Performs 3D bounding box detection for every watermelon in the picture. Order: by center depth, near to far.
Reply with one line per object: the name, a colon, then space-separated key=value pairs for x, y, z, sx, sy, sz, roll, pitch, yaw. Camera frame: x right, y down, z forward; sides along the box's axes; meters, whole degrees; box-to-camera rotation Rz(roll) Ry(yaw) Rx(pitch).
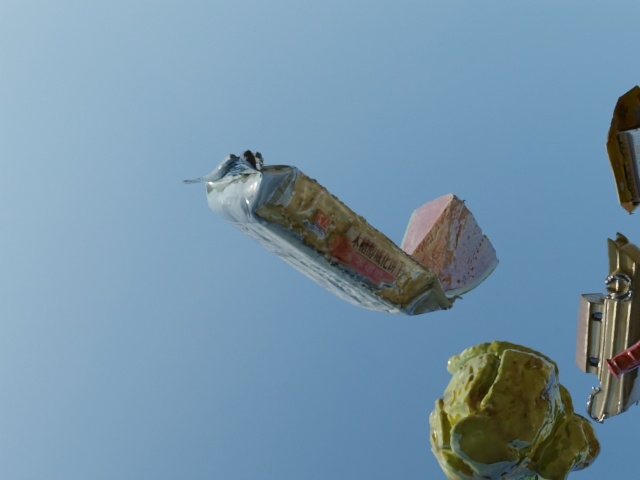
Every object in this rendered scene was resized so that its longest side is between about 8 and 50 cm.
watermelon: x=0.296 y=-0.003 z=1.693 sx=0.251 sy=0.292 sz=0.283 roll=6 pitch=-147 yaw=42

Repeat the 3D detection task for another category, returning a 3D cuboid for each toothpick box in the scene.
toothpick box: x=0.588 y=0.227 z=1.201 sx=0.083 sy=0.047 sz=0.047 roll=-35 pitch=-134 yaw=15

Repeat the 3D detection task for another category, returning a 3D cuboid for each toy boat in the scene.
toy boat: x=0.689 y=0.204 z=1.486 sx=0.162 sy=0.444 sz=0.136 roll=14 pitch=-159 yaw=43

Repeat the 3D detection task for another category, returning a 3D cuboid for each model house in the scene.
model house: x=0.612 y=-0.170 z=1.099 sx=0.208 sy=0.219 sz=0.136 roll=-20 pitch=-169 yaw=-36

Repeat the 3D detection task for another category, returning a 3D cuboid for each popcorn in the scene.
popcorn: x=0.313 y=0.315 z=1.061 sx=0.277 sy=0.276 sz=0.225 roll=12 pitch=-152 yaw=4

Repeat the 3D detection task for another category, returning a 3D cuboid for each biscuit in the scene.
biscuit: x=0.002 y=0.000 z=0.726 sx=0.309 sy=0.186 sz=0.079 roll=36 pitch=-106 yaw=-23
